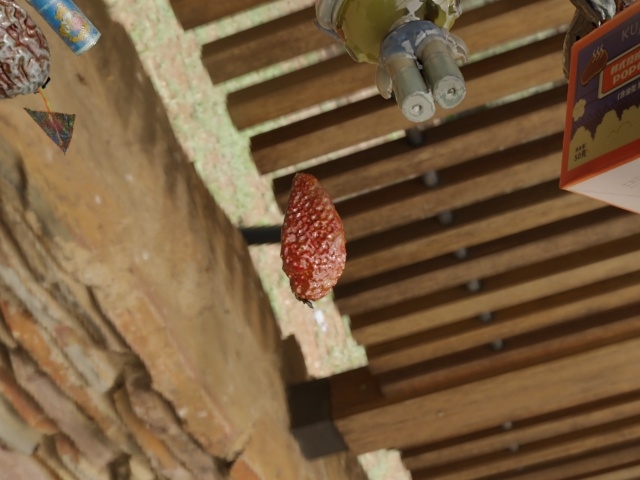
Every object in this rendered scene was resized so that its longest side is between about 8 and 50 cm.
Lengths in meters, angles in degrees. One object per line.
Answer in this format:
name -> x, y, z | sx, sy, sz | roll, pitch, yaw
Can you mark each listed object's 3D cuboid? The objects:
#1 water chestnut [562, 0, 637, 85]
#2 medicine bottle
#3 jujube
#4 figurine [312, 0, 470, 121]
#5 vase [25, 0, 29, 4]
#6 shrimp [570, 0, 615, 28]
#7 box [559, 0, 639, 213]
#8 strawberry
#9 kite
water chestnut -> 0.611, -0.382, 1.736 | 0.300, 0.300, 0.300 | -17, 90, -80
medicine bottle -> -0.397, -0.353, 1.313 | 0.191, 0.051, 0.051 | 49, 20, -25
jujube -> -0.768, -0.470, 2.114 | 0.317, 0.226, 0.226 | 48, 24, -42
figurine -> 0.134, -0.348, 1.401 | 0.205, 0.224, 0.382 | 51, 4, -43
vase -> -0.493, -0.528, 1.718 | 0.086, 0.214, 0.086 | 18, 54, -27
shrimp -> 0.266, -0.402, 1.122 | 0.317, 0.062, 0.164 | 57, -3, 15
box -> 0.564, -0.188, 1.246 | 0.348, 0.318, 0.257 | 149, -45, -66
strawberry -> -0.002, 0.002, 1.678 | 0.175, 0.106, 0.236 | -51, 138, -62
kite -> -0.581, -0.259, 1.986 | 0.190, 0.010, 0.159 | -6, 77, -71
